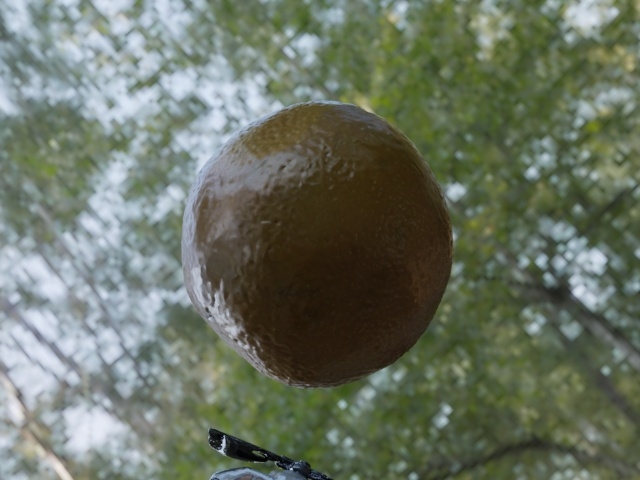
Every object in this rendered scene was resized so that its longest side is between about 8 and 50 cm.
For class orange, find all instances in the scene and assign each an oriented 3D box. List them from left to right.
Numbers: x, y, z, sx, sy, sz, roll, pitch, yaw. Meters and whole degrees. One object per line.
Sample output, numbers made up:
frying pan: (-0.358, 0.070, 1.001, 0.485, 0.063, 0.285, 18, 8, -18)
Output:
orange: (0.000, 0.000, 1.566, 0.264, 0.264, 0.264, -33, -28, -20)

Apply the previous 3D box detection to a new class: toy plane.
toy plane: (-0.013, 0.204, 1.298, 0.078, 0.197, 0.053, -61, -25, -31)
